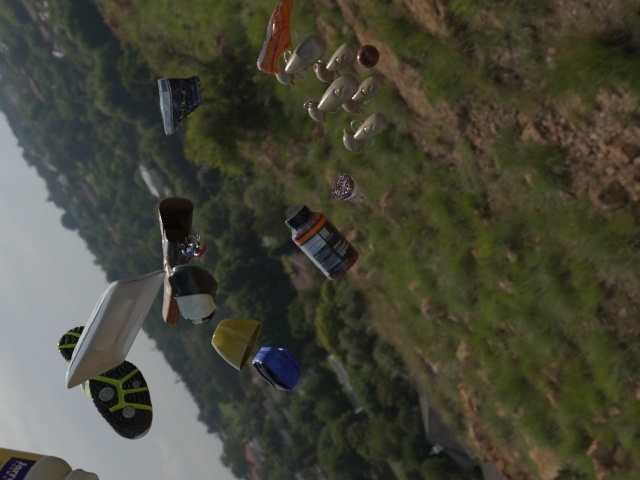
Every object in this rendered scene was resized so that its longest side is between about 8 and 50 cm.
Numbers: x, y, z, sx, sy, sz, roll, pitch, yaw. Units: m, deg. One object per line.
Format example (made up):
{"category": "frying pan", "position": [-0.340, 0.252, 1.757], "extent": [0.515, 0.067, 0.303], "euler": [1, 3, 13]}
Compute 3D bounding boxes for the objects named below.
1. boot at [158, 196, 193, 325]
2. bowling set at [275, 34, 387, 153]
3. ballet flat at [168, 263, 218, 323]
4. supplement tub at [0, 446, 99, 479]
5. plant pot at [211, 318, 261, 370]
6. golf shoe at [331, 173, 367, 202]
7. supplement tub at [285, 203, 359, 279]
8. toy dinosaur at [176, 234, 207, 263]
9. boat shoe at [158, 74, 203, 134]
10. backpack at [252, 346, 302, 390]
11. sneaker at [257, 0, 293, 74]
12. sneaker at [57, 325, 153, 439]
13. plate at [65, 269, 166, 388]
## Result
{"category": "boot", "position": [-0.395, 0.049, 1.907], "extent": [0.264, 0.096, 0.280], "euler": [-117, 30, -49]}
{"category": "bowling set", "position": [0.058, -0.356, 1.607], "extent": [0.287, 0.200, 0.154], "euler": [52, 136, -7]}
{"category": "ballet flat", "position": [-0.263, 0.127, 1.502], "extent": [0.280, 0.095, 0.096], "euler": [90, 172, -74]}
{"category": "supplement tub", "position": [-0.622, 0.524, 1.332], "extent": [0.241, 0.332, 0.240], "euler": [8, -90, -87]}
{"category": "plant pot", "position": [-0.221, 0.253, 1.777], "extent": [0.095, 0.134, 0.134], "euler": [22, 158, 6]}
{"category": "golf shoe", "position": [0.082, -0.129, 1.757], "extent": [0.186, 0.086, 0.067], "euler": [-144, 67, -83]}
{"category": "supplement tub", "position": [0.000, 0.000, 1.780], "extent": [0.198, 0.106, 0.106], "euler": [48, 167, -8]}
{"category": "toy dinosaur", "position": [-0.243, 0.020, 1.350], "extent": [0.082, 0.047, 0.090], "euler": [35, 156, 42]}
{"category": "boat shoe", "position": [-0.286, -0.275, 1.430], "extent": [0.183, 0.083, 0.065], "euler": [120, 137, -69]}
{"category": "backpack", "position": [-0.120, 0.338, 1.881], "extent": [0.120, 0.101, 0.098], "euler": [44, 147, -19]}
{"category": "sneaker", "position": [-0.085, -0.448, 1.506], "extent": [0.064, 0.068, 0.175], "euler": [-103, 29, -74]}
{"category": "sneaker", "position": [-0.559, 0.387, 1.861], "extent": [0.385, 0.145, 0.147], "euler": [43, 151, 33]}
{"category": "plate", "position": [-0.488, 0.195, 1.646], "extent": [0.045, 0.277, 0.278], "euler": [28, -173, 8]}
